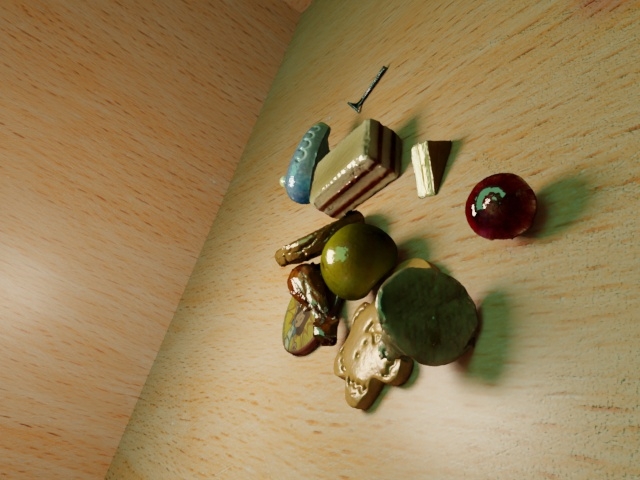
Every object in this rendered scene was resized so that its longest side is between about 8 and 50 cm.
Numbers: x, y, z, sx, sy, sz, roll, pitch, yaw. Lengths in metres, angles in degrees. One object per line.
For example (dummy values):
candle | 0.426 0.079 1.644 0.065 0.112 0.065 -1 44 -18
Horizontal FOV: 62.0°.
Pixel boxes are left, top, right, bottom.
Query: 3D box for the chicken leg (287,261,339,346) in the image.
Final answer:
chicken leg | -0.016 0.160 1.424 0.113 0.093 0.304 -46 37 13

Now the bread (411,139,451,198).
bread | 0.288 -0.179 1.348 0.074 0.084 0.139 -16 82 59

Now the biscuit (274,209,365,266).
biscuit | 0.001 0.002 1.514 0.296 0.075 0.296 -27 -1 0

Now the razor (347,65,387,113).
razor | 0.181 -0.562 1.969 0.066 0.033 0.190 45 108 19

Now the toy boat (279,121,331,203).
toy boat | -0.050 -0.266 1.867 0.215 0.123 0.330 85 -160 -53

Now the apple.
apple | 0.088 0.049 1.295 0.196 0.157 0.196 -42 -15 -14

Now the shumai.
shumai | 0.190 0.155 1.013 0.120 0.201 0.201 109 177 -64

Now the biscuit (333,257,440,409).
biscuit | 0.144 0.196 1.187 0.355 0.052 0.275 -56 24 15

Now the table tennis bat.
table tennis bat | 0.005 0.155 1.528 0.415 0.051 0.268 -54 27 23

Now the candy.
candy | 0.099 -0.214 1.627 0.320 0.135 0.179 -33 35 47

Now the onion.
onion | 0.336 -0.062 0.988 0.131 0.131 0.131 -46 28 33
